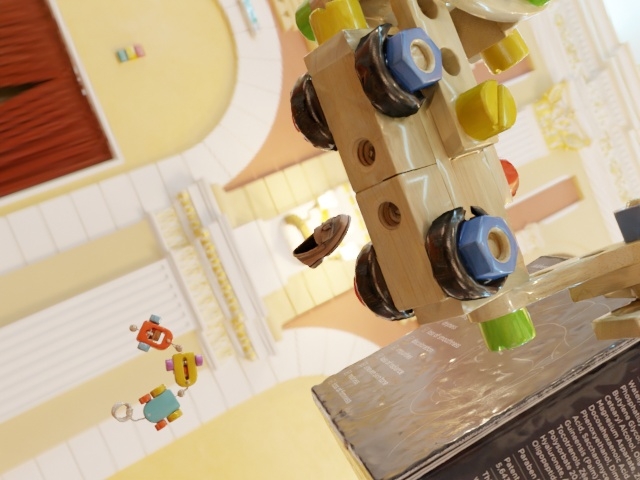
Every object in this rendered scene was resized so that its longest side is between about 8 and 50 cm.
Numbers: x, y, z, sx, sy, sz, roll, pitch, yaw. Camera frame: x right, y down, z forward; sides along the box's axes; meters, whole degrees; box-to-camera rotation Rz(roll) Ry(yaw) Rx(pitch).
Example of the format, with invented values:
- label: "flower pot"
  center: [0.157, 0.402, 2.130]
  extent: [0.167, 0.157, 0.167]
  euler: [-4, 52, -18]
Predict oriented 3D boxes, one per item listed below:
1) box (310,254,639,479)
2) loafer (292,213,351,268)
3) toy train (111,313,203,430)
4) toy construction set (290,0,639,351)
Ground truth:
- label: "box"
  center: [0.288, 0.260, 1.044]
  extent: [0.297, 0.472, 0.480]
  euler: [61, -7, -6]
- label: "loafer"
  center: [0.000, 0.000, 1.049]
  extent: [0.125, 0.039, 0.045]
  euler: [-50, -157, 50]
- label: "toy train"
  center: [-0.252, 0.205, 1.156]
  extent: [0.046, 0.125, 0.166]
  euler: [140, -32, -68]
- label: "toy construction set"
  center: [0.102, -0.065, 0.449]
  extent: [0.151, 0.215, 0.327]
  euler: [-43, -107, 44]
